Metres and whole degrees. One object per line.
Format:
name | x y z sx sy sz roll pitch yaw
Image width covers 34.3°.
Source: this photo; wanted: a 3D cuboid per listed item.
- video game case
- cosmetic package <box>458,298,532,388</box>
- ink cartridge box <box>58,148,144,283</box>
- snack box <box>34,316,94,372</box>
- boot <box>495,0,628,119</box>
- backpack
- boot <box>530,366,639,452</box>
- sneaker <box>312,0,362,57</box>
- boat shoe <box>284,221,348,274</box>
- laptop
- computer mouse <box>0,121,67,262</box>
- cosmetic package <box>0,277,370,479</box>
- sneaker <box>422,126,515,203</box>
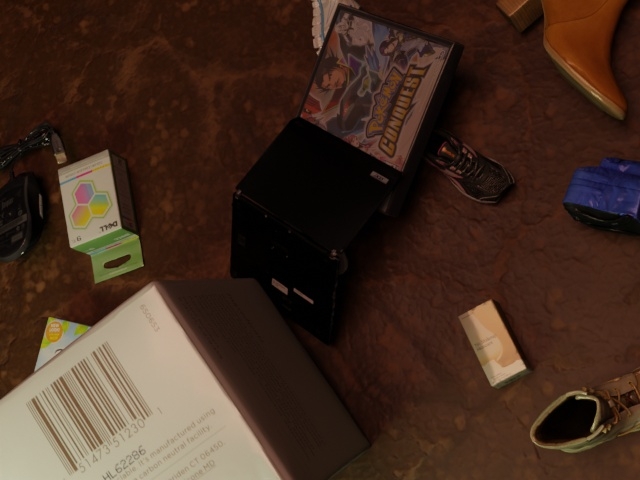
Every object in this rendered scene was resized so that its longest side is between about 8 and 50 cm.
video game case | 0.072 -0.207 1.608 0.248 0.035 0.275 29 103 39
cosmetic package | 0.252 0.149 1.494 0.060 0.041 0.115 -32 67 15
ink cartridge box | -0.386 -0.042 1.817 0.109 0.062 0.209 -19 71 18
snack box | -0.382 0.234 1.745 0.207 0.070 0.175 11 83 24
boot | 0.412 -0.336 1.505 0.211 0.104 0.295 -41 61 11
backpack | 0.408 -0.062 1.448 0.120 0.098 0.101 11 73 39
boot | 0.382 0.214 1.349 0.213 0.165 0.077 -31 68 16
sneaker | 0.027 -0.395 1.721 0.082 0.071 0.191 -9 82 16
boat shoe | 0.000 0.000 1.643 0.142 0.040 0.049 45 116 26
laptop | -0.015 -0.018 1.618 0.234 0.136 0.264 32 132 34
computer mouse | -0.520 -0.087 1.895 0.184 0.060 0.262 -29 56 20
cosmetic package | -0.184 0.272 1.431 0.329 0.393 0.327 -38 80 11
sneaker | 0.205 -0.118 1.560 0.178 0.077 0.072 32 92 27
